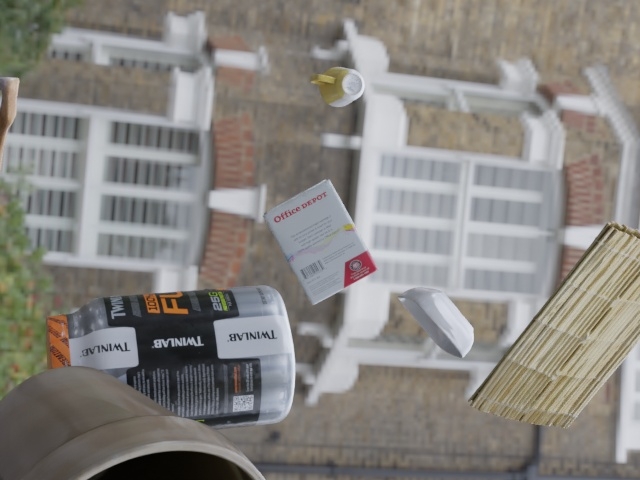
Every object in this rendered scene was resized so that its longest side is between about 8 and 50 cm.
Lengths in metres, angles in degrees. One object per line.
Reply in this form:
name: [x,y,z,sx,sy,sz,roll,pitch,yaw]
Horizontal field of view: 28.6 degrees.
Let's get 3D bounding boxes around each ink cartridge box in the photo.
ink cartridge box: [0.000,0.000,2.100,0.175,0.127,0.072,62,2,-4]

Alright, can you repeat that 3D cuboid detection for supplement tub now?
supplement tub: [-0.205,0.165,1.689,0.193,0.316,0.193,176,-90,-75]

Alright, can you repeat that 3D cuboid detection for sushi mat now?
sushi mat: [0.320,0.111,1.521,0.316,0.151,0.019,-58,-151,31]

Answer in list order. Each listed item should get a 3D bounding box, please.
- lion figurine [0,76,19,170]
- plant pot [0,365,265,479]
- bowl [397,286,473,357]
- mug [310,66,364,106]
lion figurine: [-0.527,-0.096,1.737,0.392,0.142,0.240,-5,-97,60]
plant pot: [-0.248,0.291,1.401,0.280,0.323,0.323,41,-53,51]
bowl: [0.208,0.135,2.191,0.053,0.142,0.142,-42,-171,-9]
mug: [0.031,-0.235,1.927,0.064,0.078,0.062,9,-61,70]
